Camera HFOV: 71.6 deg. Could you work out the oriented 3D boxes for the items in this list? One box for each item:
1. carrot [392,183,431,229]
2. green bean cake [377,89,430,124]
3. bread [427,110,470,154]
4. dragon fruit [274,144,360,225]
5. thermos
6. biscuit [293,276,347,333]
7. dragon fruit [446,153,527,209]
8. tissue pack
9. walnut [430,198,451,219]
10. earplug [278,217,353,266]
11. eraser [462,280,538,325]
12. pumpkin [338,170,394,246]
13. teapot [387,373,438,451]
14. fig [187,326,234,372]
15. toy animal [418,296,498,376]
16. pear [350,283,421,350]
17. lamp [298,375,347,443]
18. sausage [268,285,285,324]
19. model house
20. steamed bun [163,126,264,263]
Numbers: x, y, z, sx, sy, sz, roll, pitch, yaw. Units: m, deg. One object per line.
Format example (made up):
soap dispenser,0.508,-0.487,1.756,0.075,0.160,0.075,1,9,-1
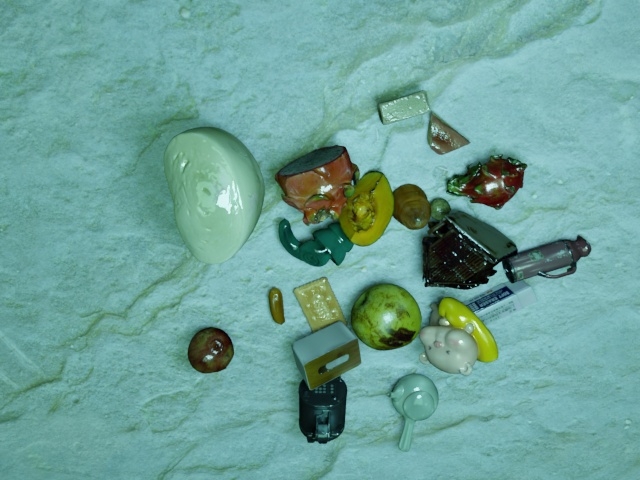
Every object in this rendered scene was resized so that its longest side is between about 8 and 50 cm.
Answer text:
carrot,0.346,-0.111,1.675,0.159,0.225,0.159,1,110,3
green bean cake,0.303,-0.486,1.627,0.179,0.109,0.085,-16,106,5
bread,0.460,-0.385,1.674,0.192,0.067,0.119,36,95,-10
dragon fruit,-0.001,-0.194,1.629,0.305,0.305,0.226,-21,112,6
thermos,0.911,0.076,1.760,0.330,0.136,0.110,-18,114,5
biscuit,0.001,0.287,1.880,0.160,0.030,0.250,-22,104,6
dragon fruit,0.621,-0.234,1.666,0.269,0.198,0.200,17,116,10
tissue pack,0.024,0.465,1.818,0.246,0.136,0.159,-23,124,-18
walnut,0.468,-0.123,1.739,0.092,0.092,0.092,0,105,1
earplug,-0.002,-0.002,1.762,0.280,0.164,0.257,-30,66,-3
eraser,0.717,0.257,1.816,0.287,0.130,0.086,-28,105,7
pumpkin,0.167,-0.100,1.711,0.148,0.169,0.312,39,69,-30
teapot,0.419,0.746,1.940,0.220,0.149,0.318,-12,104,5
fig,-0.465,0.471,1.867,0.205,0.205,0.205,0,105,1
toy animal,0.481,0.375,1.721,0.247,0.345,0.278,-36,110,-16
pear,0.263,0.309,1.766,0.283,0.283,0.284,0,105,1
lamp,0.007,0.706,1.898,0.205,0.374,0.272,2,135,-1
sausage,-0.186,0.279,1.870,0.062,0.054,0.183,6,110,28
model house,0.542,0.058,1.741,0.297,0.317,0.282,51,127,20
steamed bun,-0.357,-0.178,1.585,0.289,0.371,0.456,-11,108,2
